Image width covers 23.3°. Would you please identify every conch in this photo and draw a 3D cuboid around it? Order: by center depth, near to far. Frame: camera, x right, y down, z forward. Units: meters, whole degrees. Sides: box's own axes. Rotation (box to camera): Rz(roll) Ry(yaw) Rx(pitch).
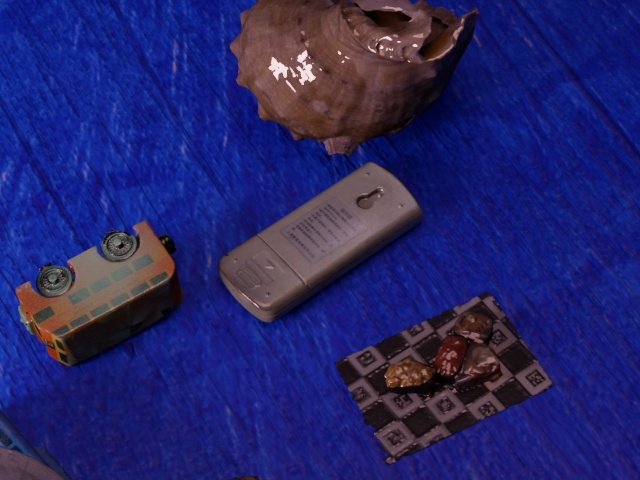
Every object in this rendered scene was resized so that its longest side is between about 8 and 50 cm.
[{"bbox_3d":[0.056,-0.205,1.777,0.263,0.186,0.324,-26,30,-28],"label":"conch"}]

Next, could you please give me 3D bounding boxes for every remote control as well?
[{"bbox_3d":[0.000,0.000,1.725,0.233,0.038,0.098,-34,60,-20],"label":"remote control"}]

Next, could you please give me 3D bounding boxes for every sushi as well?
[{"bbox_3d":[0.125,0.134,1.625,0.201,0.031,0.139,-24,57,-13],"label":"sushi"}]

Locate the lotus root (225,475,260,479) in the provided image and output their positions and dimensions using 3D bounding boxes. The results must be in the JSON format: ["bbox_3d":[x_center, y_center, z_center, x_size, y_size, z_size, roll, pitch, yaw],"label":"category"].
[{"bbox_3d":[-0.099,0.297,1.490,0.159,0.095,0.135,-40,65,-16],"label":"lotus root"}]

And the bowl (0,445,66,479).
[{"bbox_3d":[-0.305,0.340,1.327,0.313,0.313,0.146,-35,22,-19],"label":"bowl"}]

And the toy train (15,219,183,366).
[{"bbox_3d":[-0.233,0.055,1.680,0.188,0.072,0.099,-28,57,-15],"label":"toy train"}]

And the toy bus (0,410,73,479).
[{"bbox_3d":[-0.325,0.246,1.524,0.133,0.116,0.234,-36,58,-22],"label":"toy bus"}]
